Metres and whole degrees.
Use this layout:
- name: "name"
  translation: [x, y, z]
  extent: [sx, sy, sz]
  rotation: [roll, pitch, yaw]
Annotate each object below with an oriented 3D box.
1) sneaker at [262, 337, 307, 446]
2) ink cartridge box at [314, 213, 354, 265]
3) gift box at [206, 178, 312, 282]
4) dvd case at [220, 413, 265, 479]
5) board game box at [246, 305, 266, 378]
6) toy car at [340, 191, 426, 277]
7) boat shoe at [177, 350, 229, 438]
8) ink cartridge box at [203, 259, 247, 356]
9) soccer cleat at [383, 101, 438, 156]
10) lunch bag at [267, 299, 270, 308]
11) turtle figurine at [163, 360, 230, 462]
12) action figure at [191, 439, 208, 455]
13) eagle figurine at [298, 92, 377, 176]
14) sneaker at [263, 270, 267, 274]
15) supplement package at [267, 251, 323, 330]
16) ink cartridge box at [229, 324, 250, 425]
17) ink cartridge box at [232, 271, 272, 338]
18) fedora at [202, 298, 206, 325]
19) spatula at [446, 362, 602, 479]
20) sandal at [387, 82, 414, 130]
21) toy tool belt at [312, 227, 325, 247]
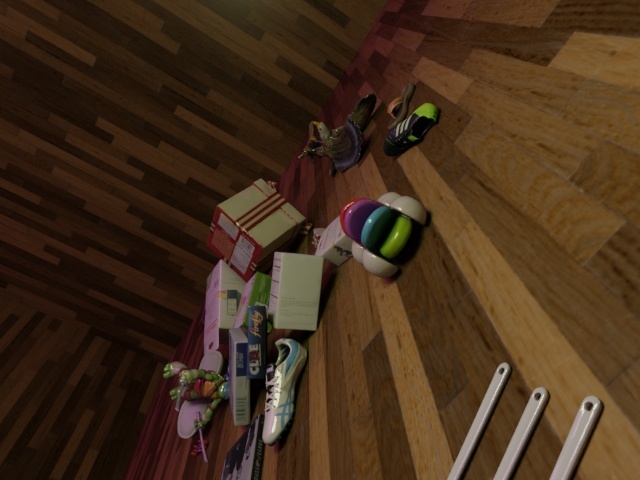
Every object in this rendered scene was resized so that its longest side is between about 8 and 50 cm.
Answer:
- name: "sneaker"
  translation: [-0.093, 0.327, 1.050]
  extent: [0.085, 0.086, 0.237]
  rotation: [-43, 25, 45]
- name: "ink cartridge box"
  translation: [0.058, -0.009, 1.193]
  extent: [0.181, 0.061, 0.104]
  rotation: [-42, 25, 51]
- name: "gift box"
  translation: [-0.204, -0.044, 1.660]
  extent: [0.258, 0.255, 0.276]
  rotation: [-39, -10, -42]
- name: "dvd case"
  translation: [-0.183, 0.539, 1.071]
  extent: [0.179, 0.029, 0.239]
  rotation: [-54, 17, 25]
- name: "board game box"
  translation: [-0.156, 0.264, 1.196]
  extent: [0.243, 0.042, 0.165]
  rotation: [106, 164, -72]
- name: "toy car"
  translation: [0.106, -0.028, 0.927]
  extent: [0.159, 0.136, 0.182]
  rotation: [-60, 15, 5]
- name: "boat shoe"
  translation: [-0.395, 0.541, 1.660]
  extent: [0.114, 0.091, 0.303]
  rotation: [7, 59, 26]
- name: "ink cartridge box"
  translation: [-0.371, 0.279, 1.871]
  extent: [0.207, 0.119, 0.354]
  rotation: [-43, 43, 51]
- name: "soccer cleat"
  translation: [0.210, -0.256, 1.147]
  extent: [0.179, 0.060, 0.072]
  rotation: [-43, 25, 43]
- name: "lunch bag"
  translation: [-0.092, 0.167, 1.306]
  extent: [0.065, 0.098, 0.067]
  rotation: [-44, 17, 41]
- name: "turtle figurine"
  translation: [-0.413, 0.489, 1.496]
  extent: [0.266, 0.198, 0.275]
  rotation: [1, 52, 42]
- name: "action figure"
  translation: [-0.385, 0.660, 1.527]
  extent: [0.115, 0.030, 0.038]
  rotation: [-44, 18, 43]
- name: "eagle figurine"
  translation: [0.066, -0.352, 1.639]
  extent: [0.298, 0.225, 0.227]
  rotation: [-10, 91, 34]
- name: "sneaker"
  translation: [-0.244, 0.083, 1.964]
  extent: [0.121, 0.108, 0.302]
  rotation: [-95, 28, -63]
- name: "supplement package"
  translation: [-0.063, 0.122, 1.171]
  extent: [0.105, 0.105, 0.180]
  rotation: [179, 97, -74]
- name: "ink cartridge box"
  translation: [-0.231, 0.365, 1.332]
  extent: [0.224, 0.045, 0.224]
  rotation: [-176, 86, -75]
- name: "ink cartridge box"
  translation: [-0.238, 0.248, 1.616]
  extent: [0.255, 0.096, 0.189]
  rotation: [-43, 30, 50]
- name: "fedora"
  translation: [-0.458, 0.288, 2.240]
  extent: [0.244, 0.124, 0.276]
  rotation: [-56, 24, 29]
- name: "spatula"
  translation: [0.168, 0.242, 0.468]
  extent: [0.242, 0.019, 0.168]
  rotation: [-63, 14, -6]
- name: "sandal"
  translation: [0.220, -0.386, 1.363]
  extent: [0.072, 0.049, 0.180]
  rotation: [-32, 33, 62]
- name: "toy tool belt"
  translation: [0.000, 0.000, 1.418]
  extent: [0.083, 0.052, 0.051]
  rotation: [-86, -2, -64]
